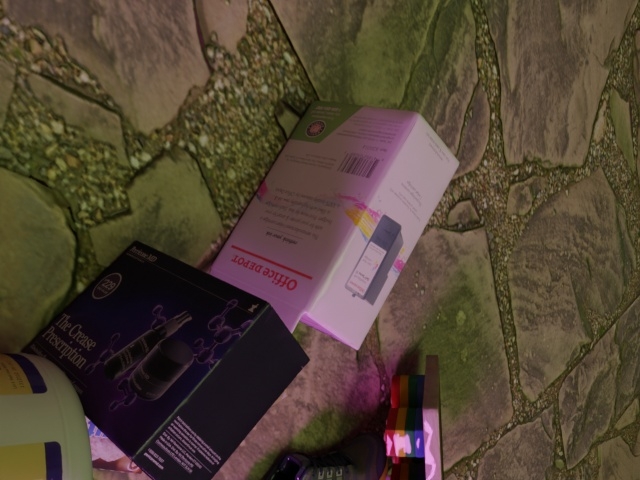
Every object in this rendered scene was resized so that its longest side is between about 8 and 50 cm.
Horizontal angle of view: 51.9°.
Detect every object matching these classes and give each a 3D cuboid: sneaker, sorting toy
[{"bbox_3d":[-0.003,0.386,1.054,0.300,0.111,0.121,-25,116,-38],"label":"sneaker"},{"bbox_3d":[0.164,0.359,1.131,0.255,0.089,0.257,-41,128,-76],"label":"sorting toy"}]

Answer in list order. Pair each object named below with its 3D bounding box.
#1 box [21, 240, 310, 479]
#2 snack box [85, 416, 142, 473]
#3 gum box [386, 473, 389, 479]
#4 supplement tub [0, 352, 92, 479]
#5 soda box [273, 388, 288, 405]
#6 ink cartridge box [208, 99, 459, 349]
[{"bbox_3d":[-0.170,0.121,0.694,0.184,0.261,0.103,-47,130,-24],"label":"box"},{"bbox_3d":[-0.280,0.239,0.795,0.178,0.022,0.064,30,81,-45],"label":"snack box"},{"bbox_3d":[0.082,0.480,1.193,0.107,0.062,0.188,-43,129,-26],"label":"gum box"},{"bbox_3d":[-0.387,0.211,0.529,0.331,0.241,0.241,10,96,-45],"label":"supplement tub"},{"bbox_3d":[-0.132,0.220,0.907,0.181,0.058,0.061,-22,118,-37],"label":"soda box"},{"bbox_3d":[0.000,0.000,0.857,0.119,0.207,0.353,40,76,-42],"label":"ink cartridge box"}]
